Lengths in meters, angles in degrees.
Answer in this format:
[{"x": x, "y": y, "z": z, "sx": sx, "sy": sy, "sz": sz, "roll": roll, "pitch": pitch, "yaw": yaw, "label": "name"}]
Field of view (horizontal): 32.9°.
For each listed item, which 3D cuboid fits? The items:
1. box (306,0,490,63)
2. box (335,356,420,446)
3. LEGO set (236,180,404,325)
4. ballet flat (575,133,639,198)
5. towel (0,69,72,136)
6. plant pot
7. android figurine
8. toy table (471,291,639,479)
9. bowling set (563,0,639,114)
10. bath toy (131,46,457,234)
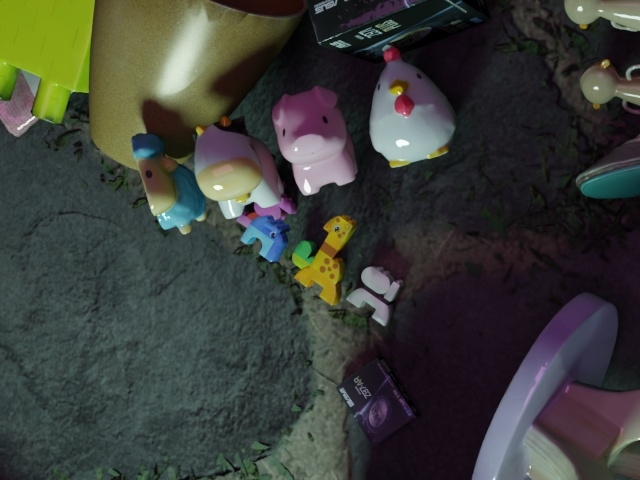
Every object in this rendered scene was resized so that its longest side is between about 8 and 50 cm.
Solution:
[{"x": 0.085, "y": -0.259, "z": 1.167, "sx": 0.147, "sy": 0.180, "sz": 0.078, "roll": -18, "pitch": 85, "yaw": 22, "label": "box"}, {"x": 0.067, "y": 0.189, "z": 1.276, "sx": 0.067, "sy": 0.018, "sz": 0.083, "roll": -36, "pitch": 79, "yaw": 19, "label": "box"}, {"x": 0.000, "y": 0.000, "z": 1.261, "sx": 0.227, "sy": 0.087, "sz": 0.093, "roll": 35, "pitch": 104, "yaw": 16, "label": "LEGO set"}, {"x": 0.372, "y": -0.092, "z": 1.126, "sx": 0.213, "sy": 0.072, "sz": 0.068, "roll": -8, "pitch": 61, "yaw": 22, "label": "ballet flat"}, {"x": -0.344, "y": -0.324, "z": 1.420, "sx": 0.329, "sy": 0.037, "sz": 0.237, "roll": -35, "pitch": 80, "yaw": 19, "label": "towel"}, {"x": -0.175, "y": -0.215, "z": 1.269, "sx": 0.237, "sy": 0.237, "sz": 0.254, "roll": 39, "pitch": 120, "yaw": 17, "label": "plant pot"}, {"x": -0.340, "y": -0.295, "z": 1.373, "sx": 0.248, "sy": 0.056, "sz": 0.273, "roll": 22, "pitch": 100, "yaw": 17, "label": "android figurine"}, {"x": 0.274, "y": 0.211, "z": 1.085, "sx": 0.161, "sy": 0.252, "sz": 0.274, "roll": 32, "pitch": 119, "yaw": 34, "label": "toy table"}, {"x": 0.333, "y": -0.278, "z": 1.091, "sx": 0.154, "sy": 0.287, "sz": 0.200, "roll": 11, "pitch": 53, "yaw": 14, "label": "bowling set"}, {"x": -0.025, "y": -0.113, "z": 1.199, "sx": 0.348, "sy": 0.151, "sz": 0.129, "roll": -17, "pitch": 101, "yaw": 6, "label": "bath toy"}]
